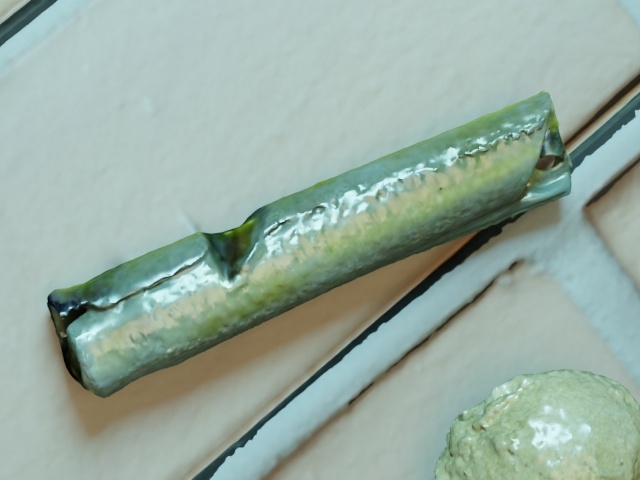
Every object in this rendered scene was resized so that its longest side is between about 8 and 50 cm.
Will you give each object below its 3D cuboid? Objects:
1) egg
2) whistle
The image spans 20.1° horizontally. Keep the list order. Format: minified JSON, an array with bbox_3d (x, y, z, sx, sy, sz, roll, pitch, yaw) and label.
[{"bbox_3d":[0.135,0.135,1.077,0.140,0.118,0.116,-32,58,-1],"label":"egg"},{"bbox_3d":[0.000,0.000,1.058,0.326,0.057,0.068,-22,111,-12],"label":"whistle"}]
